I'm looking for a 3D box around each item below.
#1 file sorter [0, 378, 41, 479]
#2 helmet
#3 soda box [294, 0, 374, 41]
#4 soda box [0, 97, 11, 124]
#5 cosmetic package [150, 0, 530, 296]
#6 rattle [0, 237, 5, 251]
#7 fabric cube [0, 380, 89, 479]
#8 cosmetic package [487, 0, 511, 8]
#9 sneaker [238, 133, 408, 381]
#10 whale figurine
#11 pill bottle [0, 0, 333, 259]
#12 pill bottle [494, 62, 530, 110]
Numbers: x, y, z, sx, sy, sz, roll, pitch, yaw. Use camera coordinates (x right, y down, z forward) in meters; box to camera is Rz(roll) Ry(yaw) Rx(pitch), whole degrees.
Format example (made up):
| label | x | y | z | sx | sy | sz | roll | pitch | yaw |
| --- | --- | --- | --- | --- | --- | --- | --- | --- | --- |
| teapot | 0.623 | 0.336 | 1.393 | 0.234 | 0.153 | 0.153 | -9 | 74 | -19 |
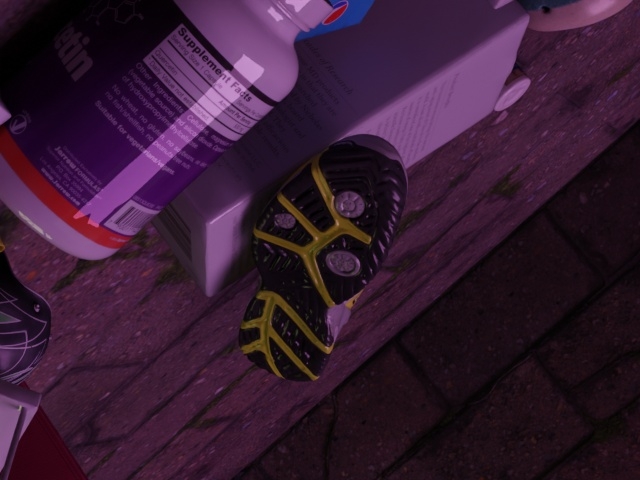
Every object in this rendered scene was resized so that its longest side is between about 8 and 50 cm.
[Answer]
| label | x | y | z | sx | sy | sz | roll | pitch | yaw |
| --- | --- | --- | --- | --- | --- | --- | --- | --- | --- |
| file sorter | -0.447 | 0.218 | 1.304 | 0.193 | 0.277 | 0.173 | -53 | -158 | 43 |
| helmet | -0.371 | 0.089 | 1.402 | 0.169 | 0.161 | 0.169 | -35 | 164 | -11 |
| soda box | -0.030 | -0.251 | 1.388 | 0.210 | 0.067 | 0.071 | -23 | 159 | -43 |
| soda box | -0.370 | -0.073 | 1.123 | 0.216 | 0.069 | 0.074 | -38 | 165 | -1 |
| cosmetic package | 0.008 | -0.149 | 1.583 | 0.453 | 0.161 | 0.230 | -33 | 163 | -17 |
| rattle | -0.381 | 0.008 | 1.226 | 0.142 | 0.130 | 0.200 | -5 | -160 | 7 |
| fabric cube | -0.440 | 0.295 | 1.657 | 0.258 | 0.259 | 0.254 | -33 | 164 | -12 |
| cosmetic package | 0.220 | -0.378 | 1.436 | 0.151 | 0.151 | 0.184 | -30 | 161 | -28 |
| sneaker | 0.000 | 0.000 | 1.508 | 0.385 | 0.145 | 0.147 | 118 | -3 | -50 |
| whale figurine | 0.341 | -0.387 | 1.747 | 0.216 | 0.141 | 0.272 | 0 | -140 | 43 |
| pill bottle | -0.148 | -0.145 | 1.211 | 0.323 | 0.181 | 0.181 | -42 | 164 | 10 |
| pill bottle | 0.234 | -0.246 | 1.896 | 0.067 | 0.120 | 0.067 | -36 | 164 | -12 |
